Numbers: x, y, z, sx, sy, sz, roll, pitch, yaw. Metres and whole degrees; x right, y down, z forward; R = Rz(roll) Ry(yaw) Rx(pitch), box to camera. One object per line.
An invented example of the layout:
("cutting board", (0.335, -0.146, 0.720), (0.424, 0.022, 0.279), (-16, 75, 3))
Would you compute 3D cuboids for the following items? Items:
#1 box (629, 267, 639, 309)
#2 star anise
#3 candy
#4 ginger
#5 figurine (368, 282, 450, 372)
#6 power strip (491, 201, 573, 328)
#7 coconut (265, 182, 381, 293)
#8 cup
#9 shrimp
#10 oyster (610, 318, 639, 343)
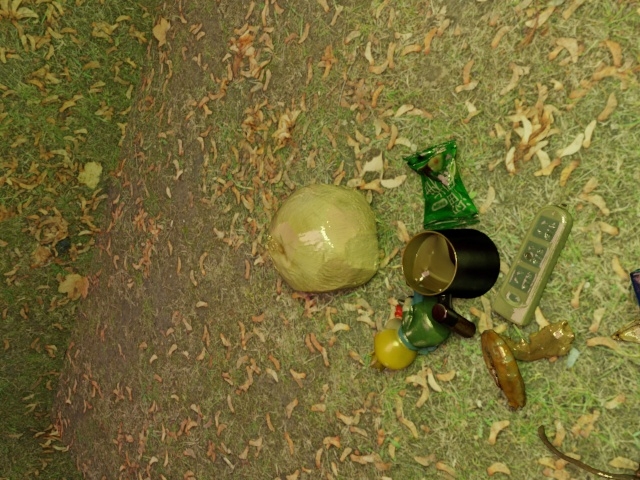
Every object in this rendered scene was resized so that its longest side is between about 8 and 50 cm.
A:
("box", (0.680, 0.142, 0.879), (0.279, 0.116, 0.261), (-20, 82, 42))
("star anise", (0.531, 0.402, 1.047), (0.227, 0.218, 0.148), (15, 90, 21))
("candy", (0.292, -0.126, 1.330), (0.141, 0.078, 0.203), (-16, 89, 52))
("ginger", (0.454, 0.218, 1.178), (0.173, 0.051, 0.069), (-26, 79, 39))
("figurine", (0.203, 0.211, 1.370), (0.234, 0.127, 0.185), (-48, 46, 45))
("power strip", (0.456, 0.051, 1.190), (0.080, 0.048, 0.286), (32, 107, 38))
("coconut", (0.000, 0.000, 1.469), (0.297, 0.254, 0.297), (-5, 82, 43))
("cup", (0.304, 0.080, 1.238), (0.166, 0.177, 0.239), (-45, 60, 31))
("shrimp", (0.397, 0.279, 1.209), (0.051, 0.132, 0.187), (-18, 89, 0))
("oyster", (0.604, 0.172, 1.057), (0.093, 0.034, 0.051), (9, 110, 31))
